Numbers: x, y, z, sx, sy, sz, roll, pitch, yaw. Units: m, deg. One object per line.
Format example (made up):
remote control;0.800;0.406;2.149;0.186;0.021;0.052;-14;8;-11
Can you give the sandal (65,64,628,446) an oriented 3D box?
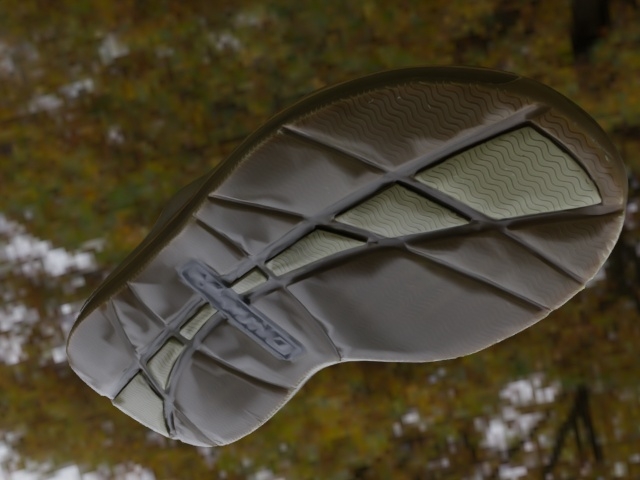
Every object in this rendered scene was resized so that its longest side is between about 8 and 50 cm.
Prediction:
sandal;0.000;0.000;0.439;0.180;0.072;0.049;-32;-159;47
